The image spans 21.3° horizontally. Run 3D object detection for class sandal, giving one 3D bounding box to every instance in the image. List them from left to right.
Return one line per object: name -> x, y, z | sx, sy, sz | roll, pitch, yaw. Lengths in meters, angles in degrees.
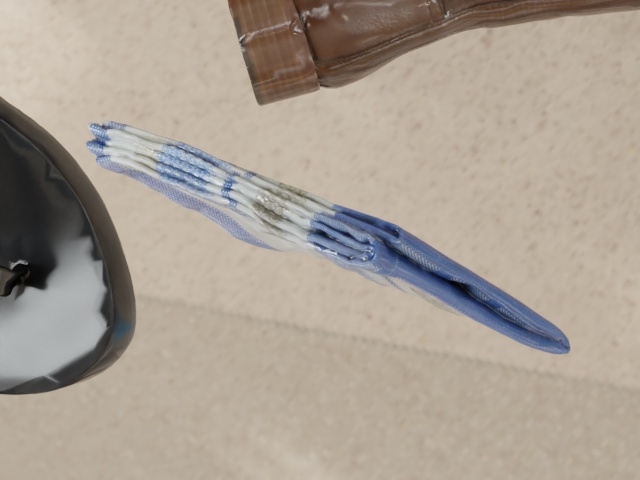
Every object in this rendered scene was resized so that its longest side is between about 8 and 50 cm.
sandal -> -0.169, -0.042, 0.602 | 0.097, 0.054, 0.254 | -40, 91, 22

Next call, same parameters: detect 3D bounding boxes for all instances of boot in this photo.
boot -> 0.034, -0.078, 0.343 | 0.114, 0.106, 0.037 | -15, 147, 2

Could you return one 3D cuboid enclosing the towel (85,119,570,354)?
towel -> 0.000, 0.000, 1.089 | 0.285, 0.034, 0.209 | 22, 175, 43
